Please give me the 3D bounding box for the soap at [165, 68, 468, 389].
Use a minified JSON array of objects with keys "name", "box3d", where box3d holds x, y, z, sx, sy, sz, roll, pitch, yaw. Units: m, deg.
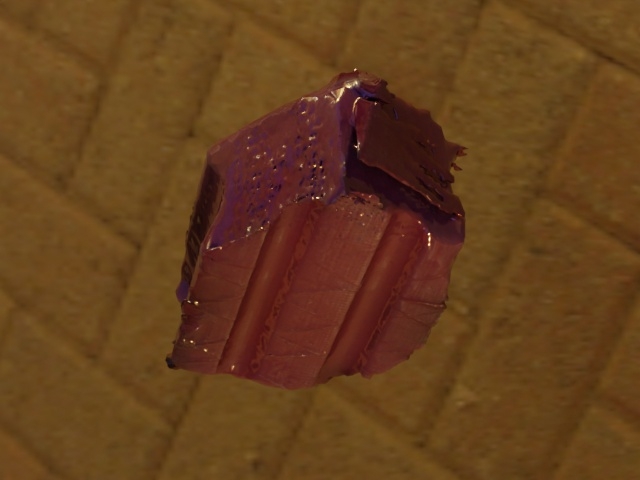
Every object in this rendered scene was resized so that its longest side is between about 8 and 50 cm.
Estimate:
[{"name":"soap","box3d":[0.000,0.000,1.350,0.289,0.182,0.112,111,162,-57]}]
